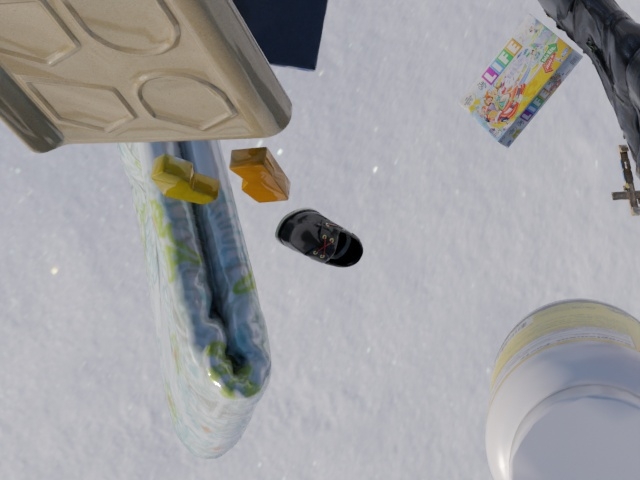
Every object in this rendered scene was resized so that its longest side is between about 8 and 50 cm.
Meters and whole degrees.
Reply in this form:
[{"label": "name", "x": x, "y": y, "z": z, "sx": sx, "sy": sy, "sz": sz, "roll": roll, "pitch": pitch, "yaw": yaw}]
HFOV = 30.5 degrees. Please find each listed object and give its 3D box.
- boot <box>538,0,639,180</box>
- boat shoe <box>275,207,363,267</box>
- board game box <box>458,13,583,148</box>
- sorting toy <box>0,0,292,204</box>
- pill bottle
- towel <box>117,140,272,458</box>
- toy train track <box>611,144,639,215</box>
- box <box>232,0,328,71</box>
[{"label": "boot", "x": 0.324, "y": -0.207, "z": 1.307, "sx": 0.091, "sy": 0.229, "sz": 0.263, "roll": -31, "pitch": 145, "yaw": -3}, {"label": "boat shoe", "x": 0.001, "y": -0.002, "z": 1.259, "sx": 0.042, "sy": 0.133, "sz": 0.049, "roll": 36, "pitch": 100, "yaw": 33}, {"label": "board game box", "x": 0.264, "y": -0.213, "z": 1.565, "sx": 0.026, "sy": 0.103, "sz": 0.154, "roll": 24, "pitch": 111, "yaw": -42}, {"label": "sorting toy", "x": -0.143, "y": -0.117, "z": 0.912, "sx": 0.229, "sy": 0.041, "sz": 0.307, "roll": -4, "pitch": 152, "yaw": 18}, {"label": "pill bottle", "x": 0.254, "y": 0.173, "z": 1.121, "sx": 0.188, "sy": 0.334, "sz": 0.187, "roll": 1, "pitch": 98, "yaw": 10}, {"label": "towel", "x": -0.137, "y": 0.016, "z": 1.188, "sx": 0.090, "sy": 0.320, "sz": 0.374, "roll": -12, "pitch": 73, "yaw": -11}, {"label": "toy train track", "x": 0.347, "y": -0.069, "z": 1.315, "sx": 0.048, "sy": 0.014, "sz": 0.083, "roll": -4, "pitch": 74, "yaw": -14}, {"label": "box", "x": -0.144, "y": -0.347, "z": 1.403, "sx": 0.294, "sy": 0.395, "sz": 0.212, "roll": 8, "pitch": 104, "yaw": -7}]
